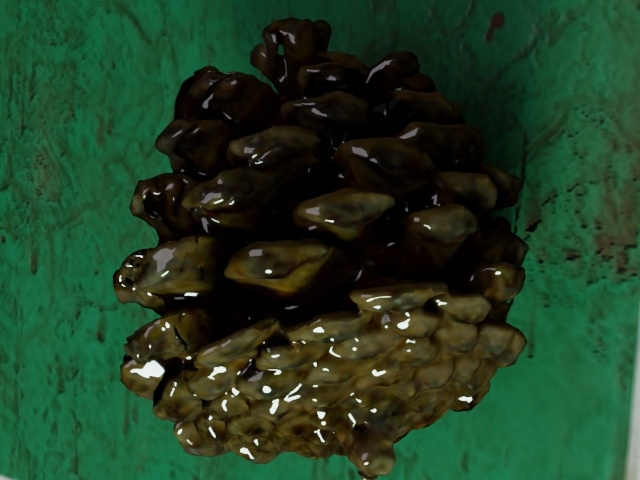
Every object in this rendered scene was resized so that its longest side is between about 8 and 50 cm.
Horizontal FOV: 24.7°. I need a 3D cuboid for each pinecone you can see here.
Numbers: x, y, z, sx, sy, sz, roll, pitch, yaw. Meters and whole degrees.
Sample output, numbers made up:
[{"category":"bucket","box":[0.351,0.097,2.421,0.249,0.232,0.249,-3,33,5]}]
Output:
[{"category":"pinecone","box":[0.006,0.009,0.817,0.243,0.243,0.257,-31,30,35]}]
